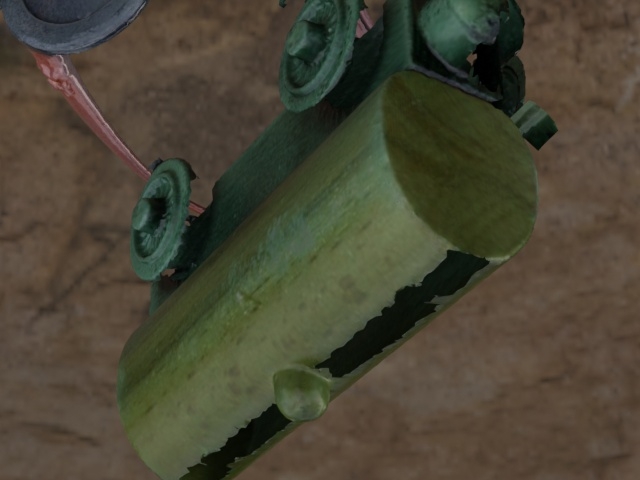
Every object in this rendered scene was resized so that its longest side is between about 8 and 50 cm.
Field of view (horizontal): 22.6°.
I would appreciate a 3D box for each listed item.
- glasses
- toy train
[{"bbox_3d":[-0.073,-0.140,1.005,0.118,0.234,0.268,19,154,30],"label":"glasses"},{"bbox_3d":[0.007,0.003,0.794,0.126,0.189,0.307,10,144,-33],"label":"toy train"}]
